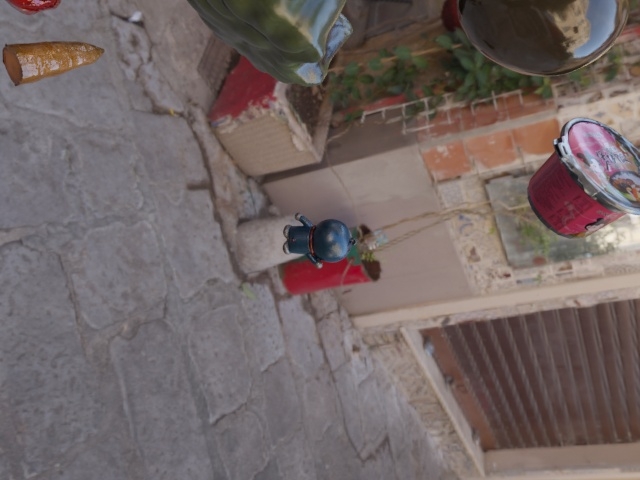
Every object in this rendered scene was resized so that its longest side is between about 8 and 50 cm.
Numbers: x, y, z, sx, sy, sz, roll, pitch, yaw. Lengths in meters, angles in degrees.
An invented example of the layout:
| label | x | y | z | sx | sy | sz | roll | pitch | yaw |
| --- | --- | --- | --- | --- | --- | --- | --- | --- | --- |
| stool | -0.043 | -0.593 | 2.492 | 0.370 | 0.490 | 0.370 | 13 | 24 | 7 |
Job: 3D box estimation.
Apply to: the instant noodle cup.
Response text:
| label | x | y | z | sx | sy | sz | roll | pitch | yaw |
| --- | --- | --- | --- | --- | --- | --- | --- | --- | --- |
| instant noodle cup | 0.587 | -0.120 | 1.278 | 0.302 | 0.182 | 0.259 | 17 | 53 | -16 |

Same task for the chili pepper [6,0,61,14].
| label | x | y | z | sx | sy | sz | roll | pitch | yaw |
| --- | --- | --- | --- | --- | --- | --- | --- | --- | --- |
| chili pepper | -0.506 | -0.450 | 1.002 | 0.387 | 0.110 | 0.110 | 38 | -28 | 63 |

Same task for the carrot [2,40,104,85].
| label | x | y | z | sx | sy | sz | roll | pitch | yaw |
| --- | --- | --- | --- | --- | --- | --- | --- | --- | --- |
| carrot | -0.490 | -0.342 | 1.073 | 0.205 | 0.072 | 0.072 | -34 | 112 | -50 |

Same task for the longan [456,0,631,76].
| label | x | y | z | sx | sy | sz | roll | pitch | yaw |
| --- | --- | --- | --- | --- | --- | --- | --- | --- | --- |
| longan | 0.280 | -0.301 | 0.714 | 0.198 | 0.212 | 0.198 | -167 | -90 | -77 |

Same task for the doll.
| label | x | y | z | sx | sy | sz | roll | pitch | yaw |
| --- | --- | --- | --- | --- | --- | --- | --- | --- | --- |
| doll | 0.000 | 0.000 | 1.154 | 0.085 | 0.151 | 0.114 | -7 | 97 | -74 |

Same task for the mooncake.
| label | x | y | z | sx | sy | sz | roll | pitch | yaw |
| --- | --- | --- | --- | --- | --- | --- | --- | --- | --- |
| mooncake | -0.100 | -0.445 | 1.069 | 0.187 | 0.351 | 0.351 | -55 | 151 | 1 |
